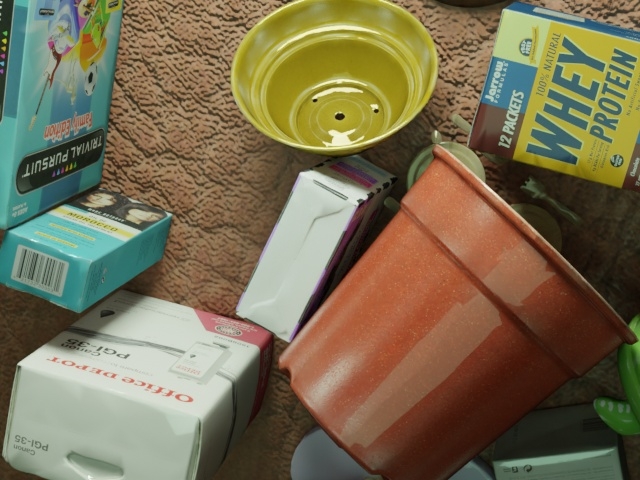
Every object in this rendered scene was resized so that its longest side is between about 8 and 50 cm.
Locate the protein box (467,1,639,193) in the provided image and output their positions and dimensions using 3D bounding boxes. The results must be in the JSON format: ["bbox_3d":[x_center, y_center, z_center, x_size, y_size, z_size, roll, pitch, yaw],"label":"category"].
[{"bbox_3d":[0.265,-0.146,1.173,0.199,0.201,0.136,16,106,9],"label":"protein box"}]

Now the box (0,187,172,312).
[{"bbox_3d":[-0.253,0.005,1.301,0.100,0.244,0.060,19,106,7],"label":"box"}]

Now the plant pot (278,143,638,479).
[{"bbox_3d":[0.118,0.095,1.162,0.272,0.272,0.265,44,94,0],"label":"plant pot"}]

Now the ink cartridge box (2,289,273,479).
[{"bbox_3d":[-0.189,0.167,1.305,0.207,0.283,0.117,15,106,8],"label":"ink cartridge box"}]

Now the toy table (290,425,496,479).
[{"bbox_3d":[0.085,0.320,1.348,0.274,0.161,0.252,9,105,9],"label":"toy table"}]

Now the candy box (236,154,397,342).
[{"bbox_3d":[0.000,0.000,1.268,0.070,0.196,0.165,29,108,8],"label":"candy box"}]

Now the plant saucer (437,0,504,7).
[{"bbox_3d":[0.157,-0.343,1.237,0.198,0.036,0.199,3,105,12],"label":"plant saucer"}]

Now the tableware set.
[{"bbox_3d":[0.178,-0.032,1.307,0.194,0.039,0.128,39,96,-5],"label":"tableware set"}]

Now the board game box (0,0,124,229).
[{"bbox_3d":[-0.292,-0.205,1.255,0.079,0.254,0.336,12,106,9],"label":"board game box"}]

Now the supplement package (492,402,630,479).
[{"bbox_3d":[0.283,0.322,1.315,0.133,0.139,0.244,-10,102,15],"label":"supplement package"}]

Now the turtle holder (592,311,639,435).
[{"bbox_3d":[0.453,0.162,1.152,0.227,0.243,0.320,-52,57,41],"label":"turtle holder"}]

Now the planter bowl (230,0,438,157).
[{"bbox_3d":[0.017,-0.155,1.261,0.217,0.217,0.090,8,148,11],"label":"planter bowl"}]
